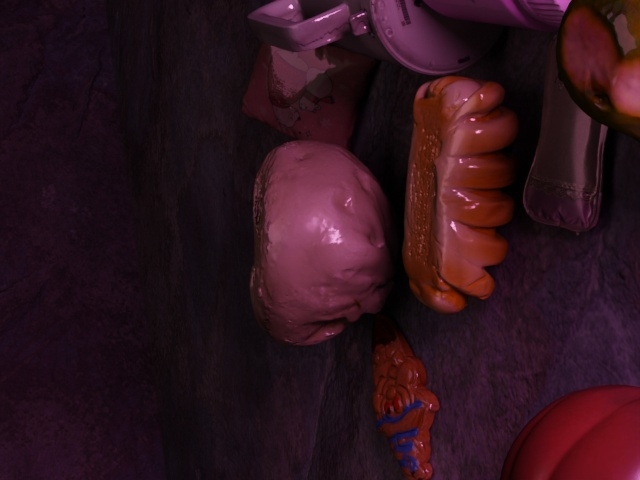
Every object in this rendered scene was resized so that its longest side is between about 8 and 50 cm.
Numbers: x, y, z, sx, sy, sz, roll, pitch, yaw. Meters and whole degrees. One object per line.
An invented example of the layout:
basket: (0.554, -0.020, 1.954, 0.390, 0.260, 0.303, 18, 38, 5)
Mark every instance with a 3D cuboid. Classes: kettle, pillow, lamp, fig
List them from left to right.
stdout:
pillow: (-0.022, -0.269, 1.748, 0.236, 0.084, 0.223, 32, 124, 16)
kettle: (0.078, -0.327, 1.406, 0.265, 0.205, 0.318, -54, 29, 0)
pillow: (0.292, -0.126, 1.179, 0.130, 0.038, 0.233, 27, 113, 60)
lamp: (0.299, 0.269, 0.905, 0.303, 0.257, 0.303, 48, 170, 11)
fig: (0.348, -0.137, 0.905, 0.275, 0.206, 0.206, 56, 144, 21)

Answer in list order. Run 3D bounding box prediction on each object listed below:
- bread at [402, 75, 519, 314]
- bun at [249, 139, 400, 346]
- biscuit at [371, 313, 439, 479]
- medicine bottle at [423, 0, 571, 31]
bread: (0.183, -0.058, 1.327, 0.173, 0.121, 0.311, -141, 52, -64)
bun: (0.000, 0.000, 1.631, 0.362, 0.234, 0.326, 105, 163, -66)
biscuit: (0.124, 0.242, 1.594, 0.183, 0.043, 0.280, -49, 51, 53)
medicine bottle: (0.233, -0.325, 1.128, 0.290, 0.178, 0.178, -148, 60, -62)
